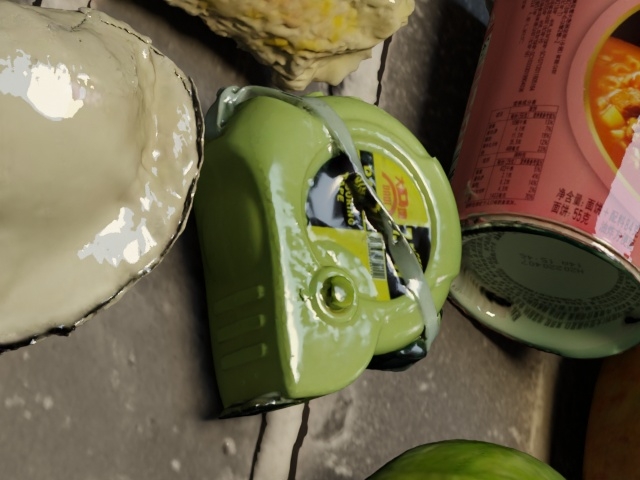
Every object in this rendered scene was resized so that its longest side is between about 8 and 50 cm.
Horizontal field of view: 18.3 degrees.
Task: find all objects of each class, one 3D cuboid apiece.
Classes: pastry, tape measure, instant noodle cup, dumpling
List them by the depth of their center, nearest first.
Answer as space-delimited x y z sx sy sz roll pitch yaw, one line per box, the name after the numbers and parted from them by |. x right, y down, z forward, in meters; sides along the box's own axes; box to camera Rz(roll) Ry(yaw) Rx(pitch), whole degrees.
-0.172 -0.028 0.972 0.247 0.142 0.173 -7 79 -22 | dumpling
-0.056 -0.179 1.184 0.258 0.121 0.089 25 42 -42 | pastry
0.000 0.000 1.199 0.175 0.106 0.200 -4 76 -38 | tape measure
0.190 -0.064 1.383 0.244 0.244 0.255 43 54 -32 | instant noodle cup

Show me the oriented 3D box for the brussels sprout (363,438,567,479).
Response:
0.085 0.237 1.134 0.244 0.244 0.244 24 58 -45 | brussels sprout

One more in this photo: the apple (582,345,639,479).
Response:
0.394 0.161 1.411 0.400 0.333 0.400 3 85 -45 | apple
